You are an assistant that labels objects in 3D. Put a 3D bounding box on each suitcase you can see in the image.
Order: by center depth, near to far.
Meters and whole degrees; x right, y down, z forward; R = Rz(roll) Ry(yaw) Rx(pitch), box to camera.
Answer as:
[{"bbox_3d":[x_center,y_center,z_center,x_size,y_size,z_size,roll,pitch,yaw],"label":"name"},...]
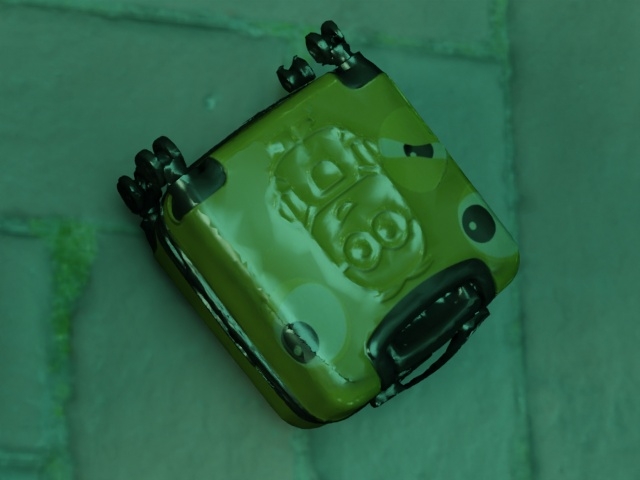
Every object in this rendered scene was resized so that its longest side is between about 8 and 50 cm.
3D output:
[{"bbox_3d":[0.000,0.000,1.299,0.194,0.143,0.235,-37,89,-23],"label":"suitcase"}]
